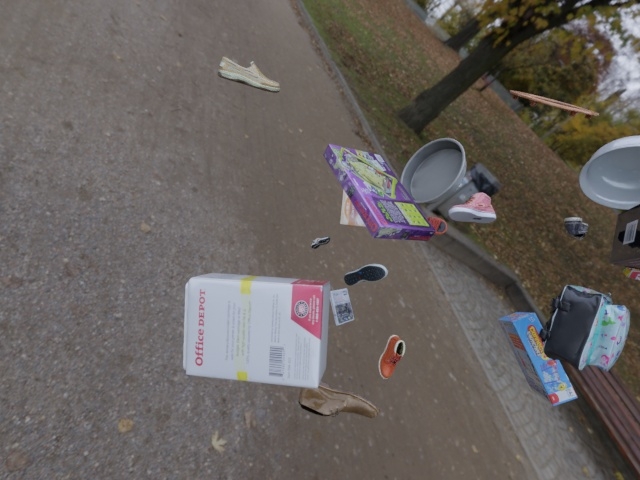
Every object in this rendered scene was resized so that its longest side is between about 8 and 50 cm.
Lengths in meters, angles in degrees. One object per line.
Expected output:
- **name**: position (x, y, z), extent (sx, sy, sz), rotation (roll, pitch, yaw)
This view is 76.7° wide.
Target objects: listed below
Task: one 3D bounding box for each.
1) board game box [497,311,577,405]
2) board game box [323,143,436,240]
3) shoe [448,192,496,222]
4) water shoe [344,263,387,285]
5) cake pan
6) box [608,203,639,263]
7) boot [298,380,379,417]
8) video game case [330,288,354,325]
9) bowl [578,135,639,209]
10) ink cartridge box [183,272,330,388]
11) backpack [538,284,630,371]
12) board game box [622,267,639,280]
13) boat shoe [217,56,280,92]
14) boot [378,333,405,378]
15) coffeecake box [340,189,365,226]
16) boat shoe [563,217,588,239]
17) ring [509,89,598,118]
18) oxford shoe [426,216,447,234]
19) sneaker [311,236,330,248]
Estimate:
- **board game box**: position (0.800, 0.427, 1.524), extent (0.308, 0.086, 0.301), rotation (32, 36, -73)
- **board game box**: position (0.162, -0.141, 1.156), extent (0.208, 0.056, 0.346), rotation (7, 43, -37)
- **shoe**: position (0.462, -0.105, 1.248), extent (0.178, 0.063, 0.081), rotation (5, 67, -25)
- **water shoe**: position (0.190, 0.130, 1.652), extent (0.080, 0.203, 0.072), rotation (-25, 97, -54)
- **cake pan**: position (0.451, -0.268, 1.613), extent (0.054, 0.293, 0.293), rotation (30, 32, -35)
- **box**: position (1.064, 0.008, 1.147), extent (0.313, 0.178, 0.343), rotation (11, -2, 22)
- **boot**: position (0.064, 0.618, 1.509), extent (0.306, 0.112, 0.115), rotation (14, 44, 12)
- **video game case**: position (0.110, 0.340, 2.095), extent (0.190, 0.022, 0.173), rotation (4, 71, -62)
- **bowl**: position (1.037, -0.246, 1.343), extent (0.298, 0.298, 0.134), rotation (39, 60, -22)
- **ink cartridge box**: position (-0.176, 0.245, 1.165), extent (0.160, 0.385, 0.279), rotation (-9, 102, -81)
- **backpack**: position (0.750, 0.246, 1.147), extent (0.191, 0.225, 0.254), rotation (18, 3, 34)
- **board game box**: position (1.227, 0.108, 1.428), extent (0.260, 0.124, 0.039), rotation (14, 36, -9)
- **boat shoe**: position (-0.208, -0.502, 1.218), extent (0.190, 0.072, 0.068), rotation (10, 19, -21)
- **boot**: position (0.252, 0.414, 1.421), extent (0.059, 0.157, 0.085), rotation (18, -5, -13)
- **coffeecake box**: position (0.182, -0.127, 1.622), extent (0.068, 0.186, 0.142), rotation (-18, 114, -75)
- **boat shoe**: position (0.922, -0.034, 1.466), extent (0.206, 0.075, 0.064), rotation (15, 77, -51)
- **ring**: position (0.916, -0.537, 1.604), extent (0.337, 0.032, 0.336), rotation (11, 27, -6)
- **oxford shoe**: position (0.430, -0.074, 1.848), extent (0.272, 0.096, 0.098), rotation (19, -15, 4)
- **sneaker**: position (0.000, 0.000, 1.923), extent (0.040, 0.109, 0.043), rotation (43, 38, -34)
